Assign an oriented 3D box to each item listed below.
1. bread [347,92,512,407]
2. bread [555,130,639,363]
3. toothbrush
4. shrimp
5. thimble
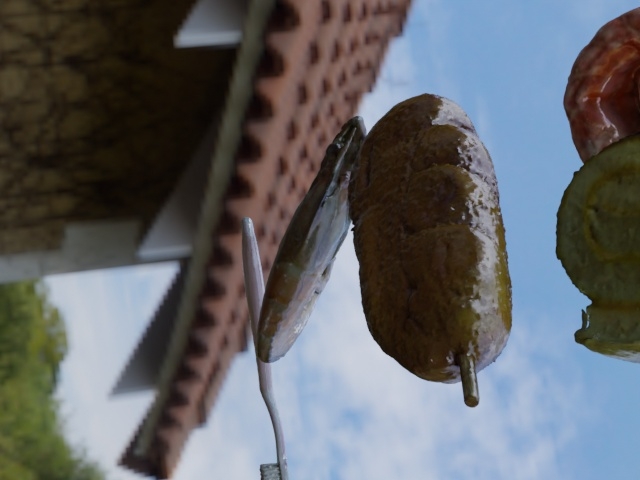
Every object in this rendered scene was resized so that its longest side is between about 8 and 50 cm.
[{"bbox_3d":[0.092,0.011,1.262,0.124,0.084,0.344,-37,-146,22],"label":"bread"},{"bbox_3d":[0.310,0.007,1.299,0.257,0.124,0.186,-7,-110,52],"label":"bread"},{"bbox_3d":[-0.062,0.126,1.678,0.025,0.030,0.307,132,-49,-76],"label":"toothbrush"},{"bbox_3d":[-0.002,-0.001,1.523,0.251,0.052,0.143,-64,171,17],"label":"shrimp"},{"bbox_3d":[0.400,-0.155,1.813,0.239,0.162,0.239,12,-71,39],"label":"thimble"}]
